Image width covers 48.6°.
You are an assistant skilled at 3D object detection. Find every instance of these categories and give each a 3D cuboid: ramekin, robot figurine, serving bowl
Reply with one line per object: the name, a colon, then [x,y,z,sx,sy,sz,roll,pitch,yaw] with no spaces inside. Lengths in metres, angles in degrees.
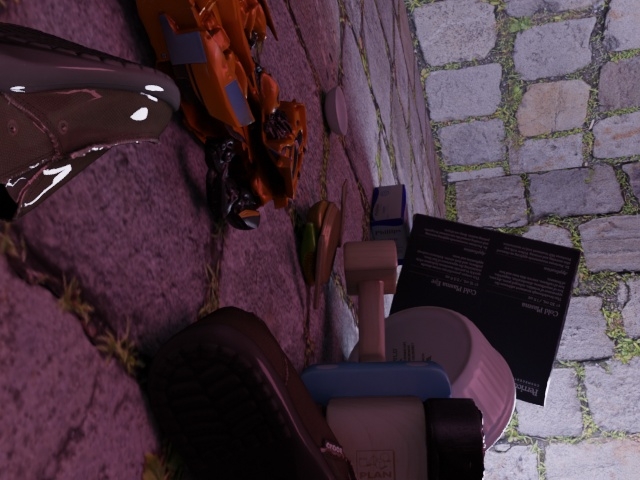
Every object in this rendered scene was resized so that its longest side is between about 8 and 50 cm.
ramekin: [0.160,0.223,1.125,0.127,0.272,0.273,60,26,-32]
robot figurine: [-0.080,-0.150,0.671,0.291,0.084,0.211,70,21,-44]
serving bowl: [0.024,-0.219,1.210,0.083,0.027,0.084,-6,90,-75]

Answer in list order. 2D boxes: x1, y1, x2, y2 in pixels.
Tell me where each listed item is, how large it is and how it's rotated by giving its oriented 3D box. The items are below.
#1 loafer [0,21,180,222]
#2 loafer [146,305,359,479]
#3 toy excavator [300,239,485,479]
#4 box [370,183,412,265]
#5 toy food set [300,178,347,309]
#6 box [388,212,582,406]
loafer: [-0.162,-0.059,0.351,0.251,0.094,0.088,-20,128,-66]
loafer: [-0.021,0.207,0.625,0.130,0.133,0.366,-76,150,-65]
toy excavator: [0.065,0.217,0.918,0.445,0.222,0.434,1,86,-88]
box: [0.162,-0.034,1.586,0.126,0.072,0.137,-80,158,-48]
toy food set: [0.000,0.000,1.011,0.192,0.038,0.133,-66,163,-59]
box: [0.331,0.143,1.479,0.179,0.343,0.313,34,72,-70]
